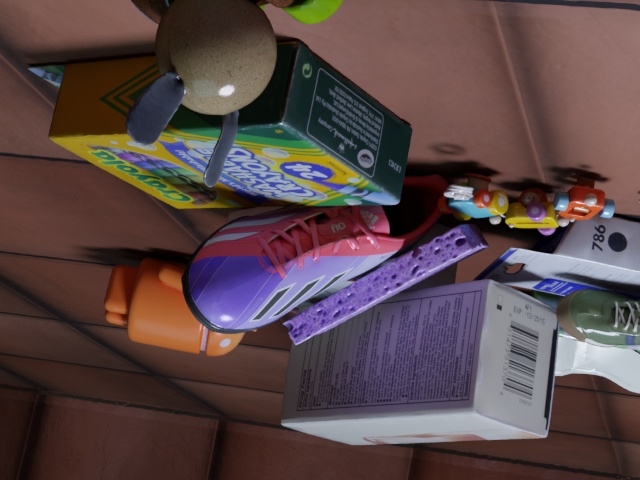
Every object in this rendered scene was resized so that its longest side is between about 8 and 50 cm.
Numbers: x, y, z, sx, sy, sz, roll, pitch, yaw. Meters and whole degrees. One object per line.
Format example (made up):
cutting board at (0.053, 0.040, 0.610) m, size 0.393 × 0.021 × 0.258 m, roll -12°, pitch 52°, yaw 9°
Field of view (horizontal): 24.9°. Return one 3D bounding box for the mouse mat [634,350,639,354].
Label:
mouse mat at (0.459, 0.106, 1.791) m, size 0.190 × 0.007 × 0.153 m, roll -23°, pitch 140°, yaw 38°

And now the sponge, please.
sponge at (0.069, 0.044, 1.505) m, size 0.210 × 0.031 × 0.117 m, roll -29°, pitch 175°, yaw 13°

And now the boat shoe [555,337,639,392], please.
boat shoe at (0.378, 0.127, 1.925) m, size 0.320 × 0.116 × 0.099 m, roll 5°, pitch -151°, yaw -6°

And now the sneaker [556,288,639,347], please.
sneaker at (0.356, 0.083, 1.547) m, size 0.192 × 0.064 × 0.086 m, roll 15°, pitch 156°, yaw -20°

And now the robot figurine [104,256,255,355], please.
robot figurine at (-0.197, 0.095, 2.076) m, size 0.220 × 0.158 × 0.128 m, roll 11°, pitch -155°, yaw -2°

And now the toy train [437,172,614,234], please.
toy train at (0.201, -0.047, 1.437) m, size 0.166 × 0.046 × 0.125 m, roll 8°, pitch 164°, yaw -3°

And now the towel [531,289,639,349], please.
towel at (0.318, 0.072, 1.669) m, size 0.152 × 0.113 × 0.023 m, roll 9°, pitch 135°, yaw -11°

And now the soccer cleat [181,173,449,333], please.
soccer cleat at (0.000, 0.000, 1.431) m, size 0.318 × 0.108 × 0.116 m, roll -22°, pitch 175°, yaw -42°

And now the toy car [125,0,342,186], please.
toy car at (-0.085, -0.138, 1.004) m, size 0.149 × 0.188 × 0.155 m, roll -1°, pitch 161°, yaw 37°

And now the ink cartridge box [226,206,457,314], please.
ink cartridge box at (0.021, 0.022, 1.700) m, size 0.172 × 0.100 × 0.237 m, roll 22°, pitch 161°, yaw -39°

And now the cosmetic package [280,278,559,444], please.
cosmetic package at (0.108, 0.143, 1.617) m, size 0.129 × 0.153 × 0.296 m, roll 24°, pitch 158°, yaw -40°

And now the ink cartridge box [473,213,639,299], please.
ink cartridge box at (0.349, 0.032, 1.588) m, size 0.333 × 0.065 × 0.165 m, roll 11°, pitch 165°, yaw -7°

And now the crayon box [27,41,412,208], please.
crayon box at (-0.104, -0.100, 1.371) m, size 0.323 × 0.083 × 0.203 m, roll 1°, pitch 162°, yaw 35°
